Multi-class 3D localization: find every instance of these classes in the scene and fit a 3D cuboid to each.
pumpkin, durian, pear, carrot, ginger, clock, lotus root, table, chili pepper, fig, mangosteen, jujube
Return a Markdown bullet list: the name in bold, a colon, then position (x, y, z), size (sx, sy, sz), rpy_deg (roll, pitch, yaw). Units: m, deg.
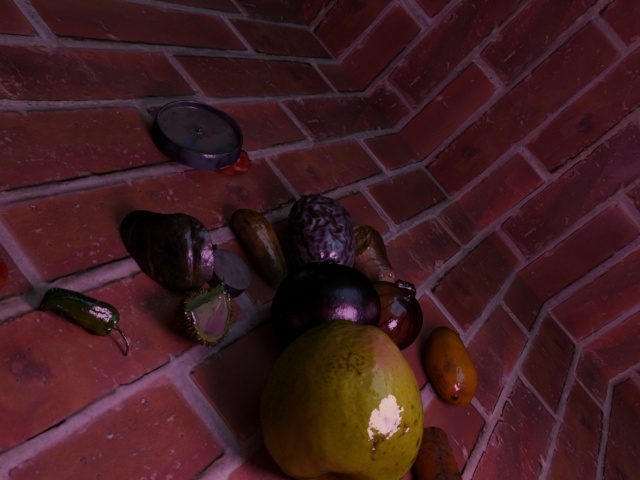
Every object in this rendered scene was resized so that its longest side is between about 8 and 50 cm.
- **pumpkin**: position (-0.368, -0.010, 1.584), size (0.278, 0.163, 0.111), rpy_deg (55, 28, 17)
- **durian**: position (-0.277, 0.176, 1.551), size (0.221, 0.096, 0.137), rpy_deg (-37, 120, -64)
- **pear**: position (0.052, 0.359, 1.467), size (0.391, 0.391, 0.391), rpy_deg (34, 31, -24)
- **carrot**: position (0.319, 0.644, 1.740), size (0.139, 0.138, 0.301), rpy_deg (34, 20, -23)
- **ginger**: position (0.181, 0.068, 2.295), size (0.221, 0.130, 0.275), rpy_deg (47, 25, -23)
- **clock**: position (-0.370, -0.324, 2.005), size (0.281, 0.055, 0.280), rpy_deg (15, 41, -14)
- **lotus root**: position (-0.168, 0.008, 1.915), size (0.258, 0.097, 0.110), rpy_deg (58, 27, 12)
- **table**: position (-0.248, 0.087, 1.752), size (0.134, 0.043, 0.133), rpy_deg (34, 30, -23)
- **chili pepper**: position (-0.464, 0.151, 1.348), size (0.204, 0.073, 0.072), rpy_deg (33, 17, -28)
- **fig**: position (0.218, 0.235, 2.056), size (0.235, 0.215, 0.234), rpy_deg (-20, 90, -77)
- **mangosteen**: position (0.014, 0.207, 1.743), size (0.297, 0.313, 0.297), rpy_deg (1, 22, 0)
- **jujube**: position (0.000, 0.000, 2.046), size (0.226, 0.226, 0.316), rpy_deg (32, 37, -27)
- **chili pepper**: position (-0.299, -0.255, 2.083), size (0.086, 0.084, 0.192), rpy_deg (39, 19, 21)

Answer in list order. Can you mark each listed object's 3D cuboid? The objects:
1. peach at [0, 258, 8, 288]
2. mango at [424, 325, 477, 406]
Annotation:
- **peach**: position (-0.632, 0.056, 1.238), size (0.098, 0.061, 0.098), rpy_deg (36, 35, -30)
- **mango**: position (0.426, 0.404, 2.185), size (0.187, 0.144, 0.359), rpy_deg (47, 19, -27)
